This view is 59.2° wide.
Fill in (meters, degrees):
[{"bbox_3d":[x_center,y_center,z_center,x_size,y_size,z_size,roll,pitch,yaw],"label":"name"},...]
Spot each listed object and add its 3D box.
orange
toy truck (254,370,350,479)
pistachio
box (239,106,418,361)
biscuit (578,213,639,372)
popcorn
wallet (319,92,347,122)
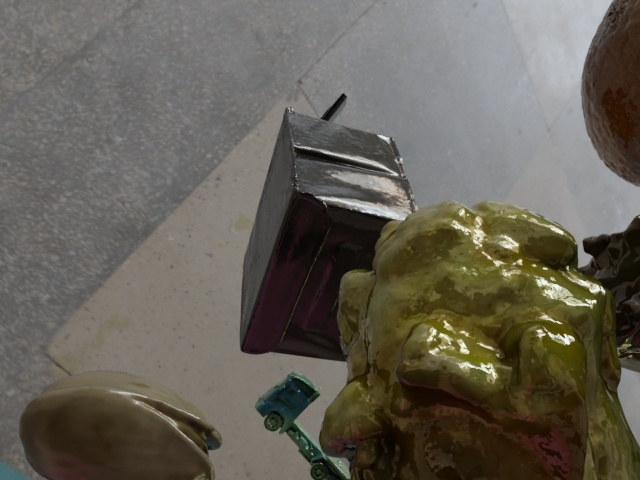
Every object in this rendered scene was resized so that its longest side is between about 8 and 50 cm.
[{"bbox_3d":[0.503,-0.222,0.688,0.322,0.322,0.356,1,111,-39],"label":"orange"},{"bbox_3d":[-0.003,0.255,0.744,0.081,0.067,0.175,-43,86,-4],"label":"toy truck"},{"bbox_3d":[-0.224,0.228,0.660,0.238,0.153,0.137,33,45,-31],"label":"pistachio"},{"bbox_3d":[-0.001,0.000,0.962,0.205,0.251,0.345,10,129,-15],"label":"box"},{"bbox_3d":[0.326,0.009,0.365,0.366,0.268,0.115,87,26,-57],"label":"biscuit"},{"bbox_3d":[0.111,0.111,0.402,0.252,0.215,0.286,45,34,-80],"label":"popcorn"},{"bbox_3d":[0.019,-0.311,1.424,0.026,0.088,0.129,39,89,1],"label":"wallet"}]
